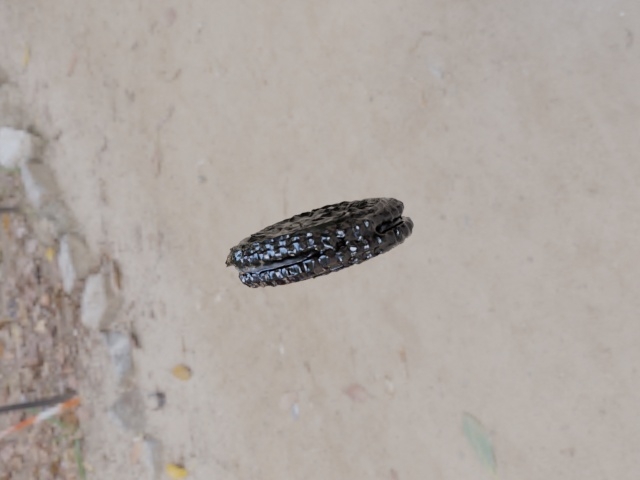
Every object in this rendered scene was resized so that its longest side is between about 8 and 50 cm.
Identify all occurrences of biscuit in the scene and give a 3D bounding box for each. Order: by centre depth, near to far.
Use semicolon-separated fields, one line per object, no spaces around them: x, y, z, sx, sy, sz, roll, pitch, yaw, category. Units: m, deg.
0.000;0.000;0.989;0.194;0.195;0.053;-6;104;59;biscuit
